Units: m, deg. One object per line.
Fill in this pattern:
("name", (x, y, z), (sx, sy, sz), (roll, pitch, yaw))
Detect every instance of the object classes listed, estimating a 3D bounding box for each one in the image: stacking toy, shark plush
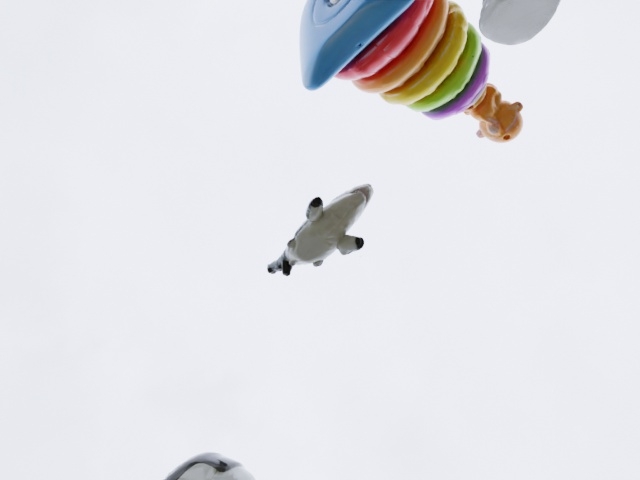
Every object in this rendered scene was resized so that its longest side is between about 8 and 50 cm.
("stacking toy", (0.132, -0.200, 0.831), (0.301, 0.166, 0.175), (29, -50, -30))
("shark plush", (0.000, 0.000, 0.814), (0.073, 0.067, 0.161), (33, -52, -5))

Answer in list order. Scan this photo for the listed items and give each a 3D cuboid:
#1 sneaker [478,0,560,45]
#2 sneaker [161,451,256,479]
("sneaker", (0.205, -0.256, 0.596), (0.080, 0.212, 0.094), (19, -117, -25))
("sneaker", (-0.054, 0.376, 0.488), (0.257, 0.169, 0.448), (8, -130, 12))
